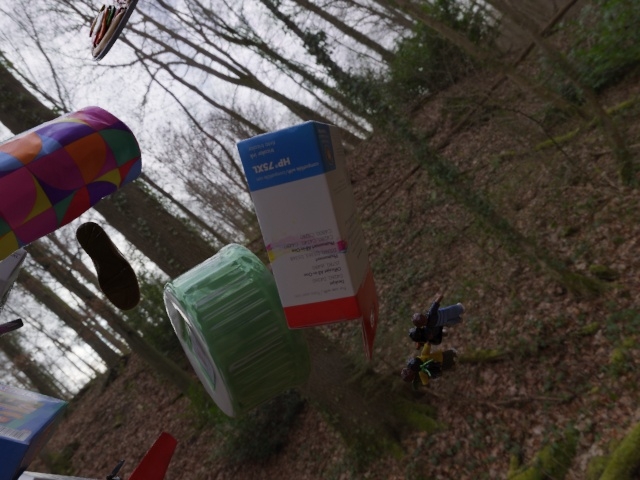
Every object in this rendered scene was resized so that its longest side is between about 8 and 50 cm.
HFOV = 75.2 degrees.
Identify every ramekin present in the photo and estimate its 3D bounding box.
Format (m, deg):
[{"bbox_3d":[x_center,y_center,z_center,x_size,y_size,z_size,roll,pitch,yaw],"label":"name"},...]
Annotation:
[{"bbox_3d":[-0.166,0.172,0.776,0.148,0.303,0.303,-27,-25,-29],"label":"ramekin"}]

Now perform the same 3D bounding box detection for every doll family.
[{"bbox_3d":[0.198,0.187,0.752,0.076,0.111,0.193,-169,80,-64],"label":"doll family"}]

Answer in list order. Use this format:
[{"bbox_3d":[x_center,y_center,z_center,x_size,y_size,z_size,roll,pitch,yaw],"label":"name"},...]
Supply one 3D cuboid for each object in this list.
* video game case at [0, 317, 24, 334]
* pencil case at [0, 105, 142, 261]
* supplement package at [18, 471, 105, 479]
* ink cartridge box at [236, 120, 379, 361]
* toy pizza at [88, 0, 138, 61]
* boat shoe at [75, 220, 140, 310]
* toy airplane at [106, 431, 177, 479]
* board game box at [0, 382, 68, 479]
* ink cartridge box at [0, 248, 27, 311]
[{"bbox_3d":[-0.813,0.242,0.864,0.196,0.026,0.274,-22,1,21],"label":"video game case"},{"bbox_3d":[-0.289,-0.047,0.406,0.236,0.104,0.104,-54,-10,-43],"label":"pencil case"},{"bbox_3d":[-0.355,0.398,0.590,0.105,0.179,0.105,-17,52,37],"label":"supplement package"},{"bbox_3d":[0.000,0.000,0.441,0.134,0.078,0.231,-47,-56,-72],"label":"ink cartridge box"},{"bbox_3d":[-0.343,-0.394,0.694,0.032,0.201,0.201,26,-79,-40],"label":"toy pizza"},{"bbox_3d":[-0.664,0.081,1.322,0.109,0.302,0.098,-31,2,-15],"label":"boat shoe"},{"bbox_3d":[-0.201,0.321,0.499,0.028,0.151,0.151,-15,14,34],"label":"toy airplane"},{"bbox_3d":[-0.344,0.167,0.390,0.210,0.160,0.047,-26,42,65],"label":"board game box"},{"bbox_3d":[-0.559,0.068,0.641,0.175,0.127,0.072,-48,29,27],"label":"ink cartridge box"}]
